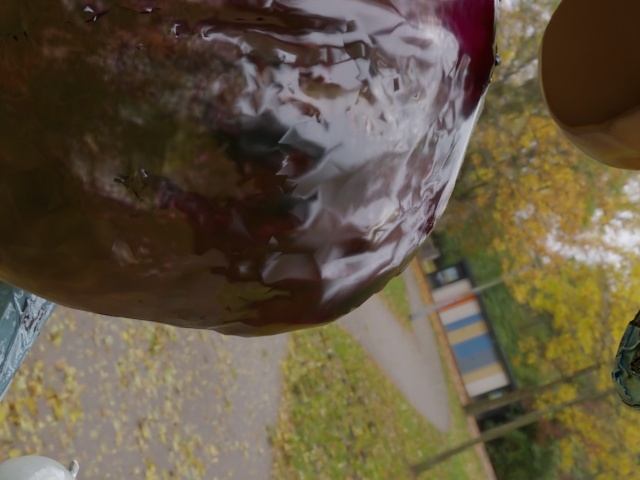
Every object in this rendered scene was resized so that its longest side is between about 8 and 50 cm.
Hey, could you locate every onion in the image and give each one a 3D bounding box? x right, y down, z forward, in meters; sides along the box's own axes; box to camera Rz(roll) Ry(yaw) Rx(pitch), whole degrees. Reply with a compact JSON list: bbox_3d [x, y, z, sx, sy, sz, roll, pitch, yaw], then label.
[{"bbox_3d":[-0.060,-0.133,0.454,0.336,0.282,0.260,-90,-172,-64],"label":"onion"}]

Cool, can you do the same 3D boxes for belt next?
[{"bbox_3d":[0.307,0.092,0.828,0.058,0.140,0.105,20,33,-16],"label":"belt"}]

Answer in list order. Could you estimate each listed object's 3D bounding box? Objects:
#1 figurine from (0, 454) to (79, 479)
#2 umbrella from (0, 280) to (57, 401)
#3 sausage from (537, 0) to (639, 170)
[{"bbox_3d":[-0.316,0.453,1.257,0.394,0.227,0.274,48,-34,5],"label":"figurine"},{"bbox_3d":[-0.206,0.017,0.708,0.053,0.052,0.250,109,6,-64],"label":"umbrella"},{"bbox_3d":[0.199,-0.113,0.428,0.241,0.136,0.120,128,-48,-60],"label":"sausage"}]
